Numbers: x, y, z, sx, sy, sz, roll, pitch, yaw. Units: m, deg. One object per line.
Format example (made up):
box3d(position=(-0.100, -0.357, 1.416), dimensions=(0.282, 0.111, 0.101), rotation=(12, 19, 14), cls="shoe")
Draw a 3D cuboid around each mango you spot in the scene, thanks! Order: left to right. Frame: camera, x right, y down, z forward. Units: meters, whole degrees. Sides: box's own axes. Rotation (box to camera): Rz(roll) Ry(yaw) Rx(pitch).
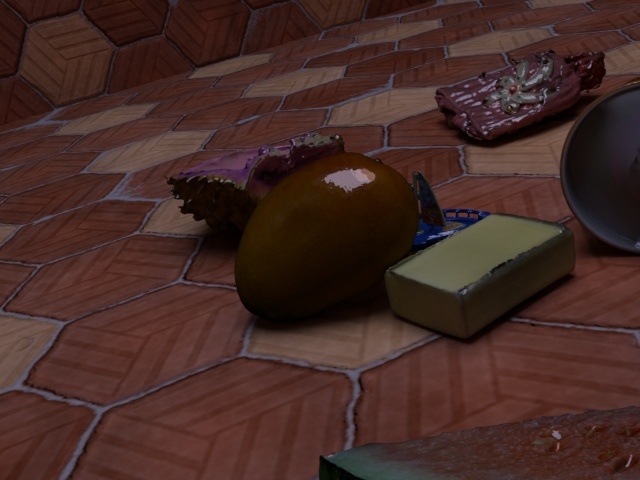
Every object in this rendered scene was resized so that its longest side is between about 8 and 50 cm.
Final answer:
box3d(position=(-0.001, -0.006, 0.938), dimensions=(0.221, 0.152, 0.120), rotation=(-26, -17, 13), cls="mango")

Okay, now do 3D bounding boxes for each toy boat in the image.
box3d(position=(0.116, -0.028, 1.000), dimensions=(0.174, 0.110, 0.091), rotation=(-5, 25, 14), cls="toy boat")

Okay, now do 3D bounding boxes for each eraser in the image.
box3d(position=(0.166, 0.031, 0.892), dimensions=(0.172, 0.058, 0.117), rotation=(-26, 23, -31), cls="eraser")

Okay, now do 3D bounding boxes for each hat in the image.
box3d(position=(0.345, -0.258, 1.446), dimensions=(0.286, 0.107, 0.237), rotation=(-20, 32, -5), cls="hat")

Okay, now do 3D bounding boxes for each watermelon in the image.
box3d(position=(0.151, 0.163, 0.510), dimensions=(0.256, 0.140, 0.193), rotation=(-14, 14, -29), cls="watermelon")

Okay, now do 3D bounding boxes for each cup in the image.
box3d(position=(0.391, -0.093, 0.967), dimensions=(0.226, 0.182, 0.264), rotation=(29, 26, 10), cls="cup")

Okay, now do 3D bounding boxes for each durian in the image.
box3d(position=(-0.093, -0.080, 1.267), dimensions=(0.191, 0.112, 0.341), rotation=(-12, 11, 28), cls="durian")
